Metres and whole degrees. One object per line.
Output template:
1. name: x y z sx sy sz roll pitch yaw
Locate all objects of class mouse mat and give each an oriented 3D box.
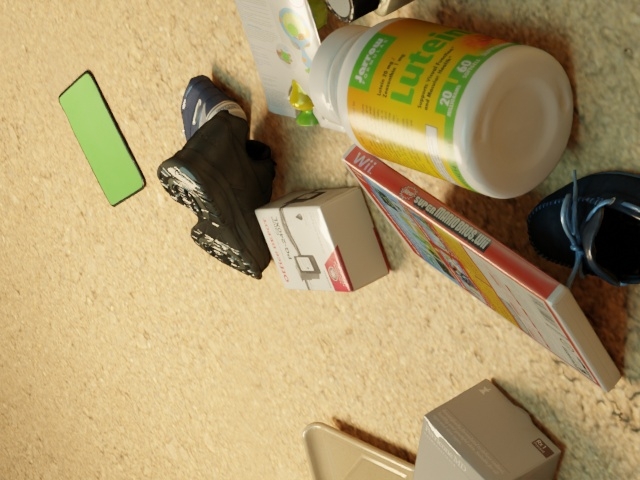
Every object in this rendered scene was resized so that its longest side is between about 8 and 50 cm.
1. mouse mat: -0.324 -0.147 2.148 0.152 0.007 0.189 -22 94 60

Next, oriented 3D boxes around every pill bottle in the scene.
1. pill bottle: 0.102 -0.132 1.356 0.246 0.136 0.136 24 133 48

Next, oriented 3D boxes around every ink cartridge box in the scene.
1. ink cartridge box: 0.000 0.000 1.700 0.150 0.063 0.109 -2 112 58

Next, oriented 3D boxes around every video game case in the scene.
1. video game case: 0.156 0.026 1.417 0.285 0.025 0.204 37 173 37

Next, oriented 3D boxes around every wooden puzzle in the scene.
1. wooden puzzle: 0.086 0.352 1.884 0.239 0.044 0.221 13 124 48

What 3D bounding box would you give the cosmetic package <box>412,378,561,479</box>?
1. cosmetic package: 0.175 0.284 1.621 0.127 0.107 0.238 44 149 35

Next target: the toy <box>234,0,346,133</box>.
1. toy: -0.030 -0.235 1.563 0.137 0.056 0.237 21 136 45

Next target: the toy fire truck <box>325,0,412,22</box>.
1. toy fire truck: 0.050 -0.350 1.278 0.217 0.158 0.246 54 160 15

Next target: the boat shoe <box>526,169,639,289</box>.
1. boat shoe: 0.258 -0.011 1.258 0.258 0.089 0.109 -8 107 59

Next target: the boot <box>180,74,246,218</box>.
1. boot: -0.139 -0.114 1.836 0.086 0.069 0.190 49 141 35

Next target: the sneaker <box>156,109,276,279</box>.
1. sneaker: -0.099 -0.051 1.780 0.109 0.130 0.286 29 161 21
